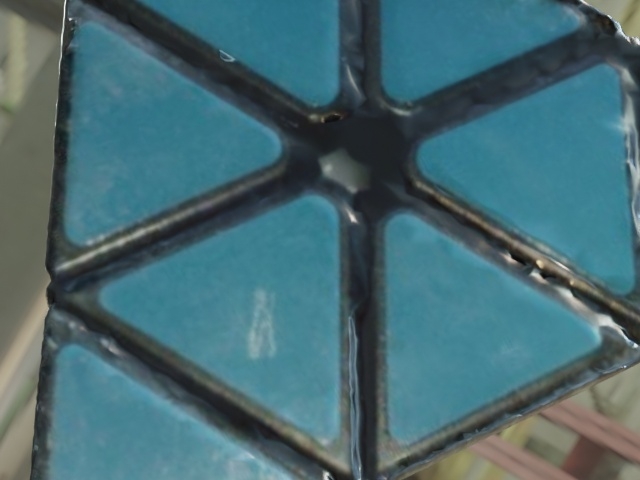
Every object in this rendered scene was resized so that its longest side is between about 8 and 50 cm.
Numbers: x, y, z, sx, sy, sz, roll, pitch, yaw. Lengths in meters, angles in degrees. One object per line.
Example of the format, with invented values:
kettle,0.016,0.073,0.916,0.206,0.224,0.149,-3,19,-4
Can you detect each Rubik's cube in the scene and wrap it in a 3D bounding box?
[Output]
Rubik's cube,0.002,-0.001,0.648,0.233,0.228,0.229,-59,-140,8
